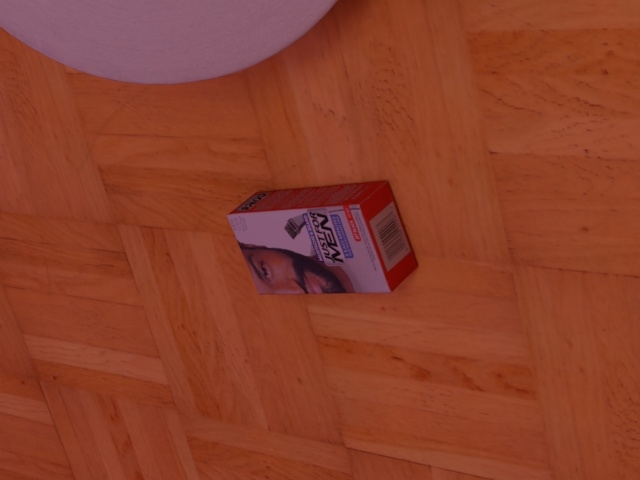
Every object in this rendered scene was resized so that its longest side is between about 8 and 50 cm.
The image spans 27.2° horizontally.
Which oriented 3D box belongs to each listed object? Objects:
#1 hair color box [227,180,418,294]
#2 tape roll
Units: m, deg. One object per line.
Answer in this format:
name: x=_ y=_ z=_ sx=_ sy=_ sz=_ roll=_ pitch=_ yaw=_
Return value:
hair color box: x=0.000 y=0.000 z=1.248 sx=0.167 sy=0.053 sz=0.093 roll=-3 pitch=116 yaw=43
tape roll: x=-0.139 y=-0.307 z=1.019 sx=0.392 sy=0.072 sz=0.392 roll=3 pitch=123 yaw=5
